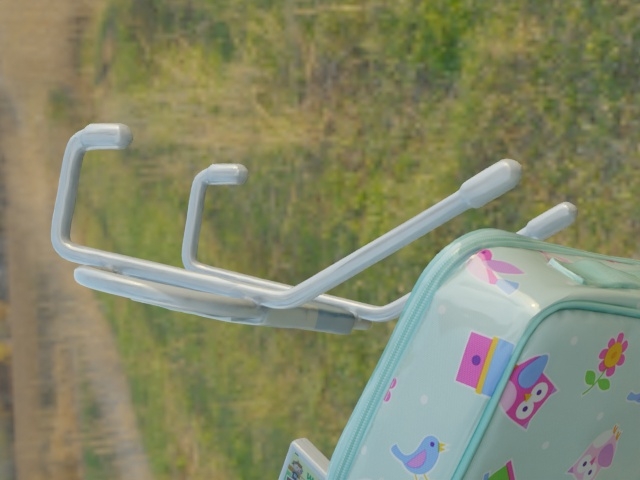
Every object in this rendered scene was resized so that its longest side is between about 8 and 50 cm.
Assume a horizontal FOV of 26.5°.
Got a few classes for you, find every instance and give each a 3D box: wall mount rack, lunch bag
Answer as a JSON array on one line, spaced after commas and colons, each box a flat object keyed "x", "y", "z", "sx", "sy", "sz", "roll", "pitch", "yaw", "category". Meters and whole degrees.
[{"x": 0.000, "y": 0.000, "z": 0.932, "sx": 0.350, "sy": 0.304, "sz": 0.130, "roll": 13, "pitch": -92, "yaw": -70, "category": "wall mount rack"}, {"x": 0.148, "y": 0.109, "z": 0.841, "sx": 0.108, "sy": 0.279, "sz": 0.224, "roll": 33, "pitch": 106, "yaw": 43, "category": "lunch bag"}]

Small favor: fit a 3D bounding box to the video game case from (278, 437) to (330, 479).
[{"x": 0.019, "y": 0.335, "z": 1.359, "sx": 0.212, "sy": 0.023, "sz": 0.193, "roll": 41, "pitch": 127, "yaw": 33, "category": "video game case"}]
